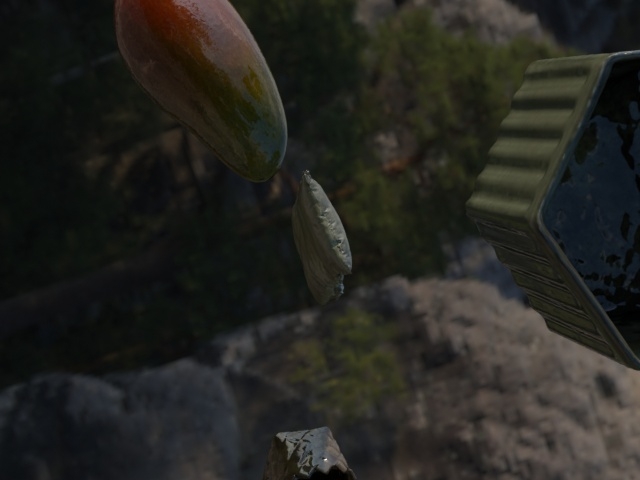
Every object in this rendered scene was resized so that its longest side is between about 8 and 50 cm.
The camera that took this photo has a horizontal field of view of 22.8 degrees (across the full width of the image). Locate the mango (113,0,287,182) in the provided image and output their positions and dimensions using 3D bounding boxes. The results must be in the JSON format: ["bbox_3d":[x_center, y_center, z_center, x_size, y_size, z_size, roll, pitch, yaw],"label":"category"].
[{"bbox_3d":[-0.133,-0.200,1.759,0.289,0.146,0.129,47,34,19],"label":"mango"}]

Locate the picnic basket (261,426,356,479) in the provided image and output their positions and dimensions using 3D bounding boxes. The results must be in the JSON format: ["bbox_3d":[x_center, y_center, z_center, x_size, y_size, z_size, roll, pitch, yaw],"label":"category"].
[{"bbox_3d":[-0.007,0.363,2.198,0.178,0.128,0.137,52,-39,41],"label":"picnic basket"}]

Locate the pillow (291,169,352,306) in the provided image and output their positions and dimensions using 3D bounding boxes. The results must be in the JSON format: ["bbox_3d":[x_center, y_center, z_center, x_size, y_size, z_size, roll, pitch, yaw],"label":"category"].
[{"bbox_3d":[0.000,0.000,2.142,0.148,0.050,0.229,63,-13,9],"label":"pillow"}]

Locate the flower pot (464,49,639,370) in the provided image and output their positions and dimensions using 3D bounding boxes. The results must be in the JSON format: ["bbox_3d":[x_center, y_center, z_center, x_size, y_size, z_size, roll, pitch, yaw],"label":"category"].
[{"bbox_3d":[0.235,-0.030,1.103,0.189,0.239,0.209,-156,-121,-78],"label":"flower pot"}]
